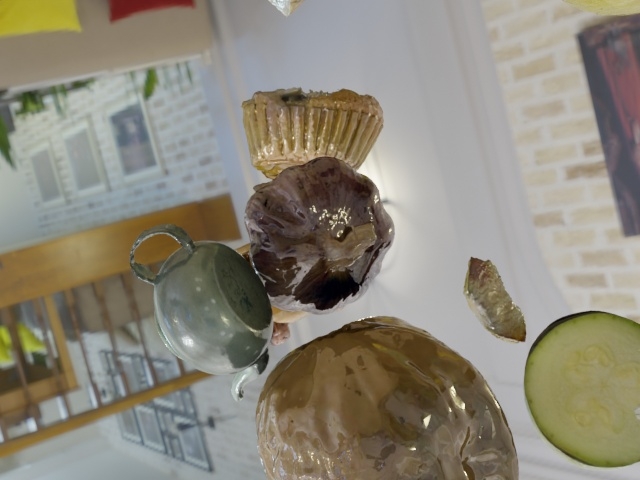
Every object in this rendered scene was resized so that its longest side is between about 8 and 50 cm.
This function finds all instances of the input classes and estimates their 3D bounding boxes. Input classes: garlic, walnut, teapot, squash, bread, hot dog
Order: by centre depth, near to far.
[{"bbox_3d":[0.082,0.296,1.289,0.383,0.384,0.383,-14,-175,1],"label":"walnut"},{"bbox_3d":[-0.157,0.098,1.312,0.129,0.294,0.193,-30,-159,21],"label":"teapot"},{"bbox_3d":[0.000,0.000,1.391,0.244,0.245,0.160,-15,-162,-12],"label":"garlic"},{"bbox_3d":[0.437,0.232,1.453,0.252,0.252,0.049,-15,156,-3],"label":"squash"},{"bbox_3d":[0.282,0.102,1.554,0.078,0.169,0.061,-30,-177,-17],"label":"hot dog"},{"bbox_3d":[-0.013,-0.203,1.755,0.274,0.149,0.274,0,173,0],"label":"bread"}]

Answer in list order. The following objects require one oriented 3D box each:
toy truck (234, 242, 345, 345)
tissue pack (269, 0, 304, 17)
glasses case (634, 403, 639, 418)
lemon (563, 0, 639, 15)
[{"bbox_3d":[-0.093,0.090,1.932,0.204,0.212,0.288,-27,-176,-16],"label":"toy truck"},{"bbox_3d":[0.003,-0.434,1.243,0.226,0.092,0.183,-48,177,-12],"label":"tissue pack"},{"bbox_3d":[0.333,0.160,0.892,0.032,0.021,0.083,-18,171,-17],"label":"glasses case"},{"bbox_3d":[0.421,-0.478,1.289,0.347,0.348,0.348,-14,-175,1],"label":"lemon"}]
